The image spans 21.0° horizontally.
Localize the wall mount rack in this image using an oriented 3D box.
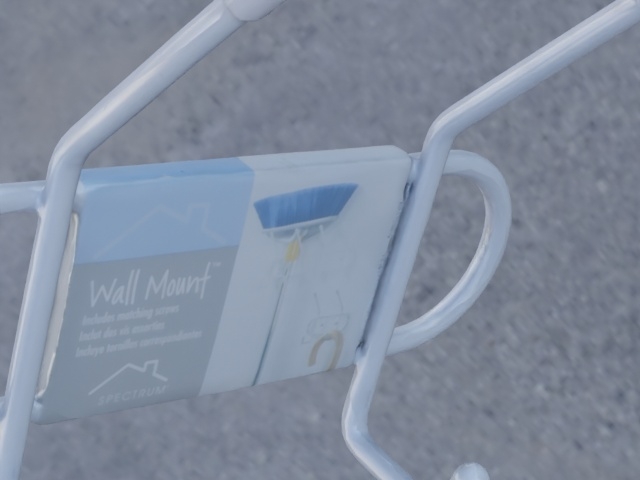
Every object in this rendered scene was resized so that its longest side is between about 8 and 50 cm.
[{"bbox_3d":[0.000,0.000,0.700,0.130,0.350,0.304,40,125,39],"label":"wall mount rack"}]
